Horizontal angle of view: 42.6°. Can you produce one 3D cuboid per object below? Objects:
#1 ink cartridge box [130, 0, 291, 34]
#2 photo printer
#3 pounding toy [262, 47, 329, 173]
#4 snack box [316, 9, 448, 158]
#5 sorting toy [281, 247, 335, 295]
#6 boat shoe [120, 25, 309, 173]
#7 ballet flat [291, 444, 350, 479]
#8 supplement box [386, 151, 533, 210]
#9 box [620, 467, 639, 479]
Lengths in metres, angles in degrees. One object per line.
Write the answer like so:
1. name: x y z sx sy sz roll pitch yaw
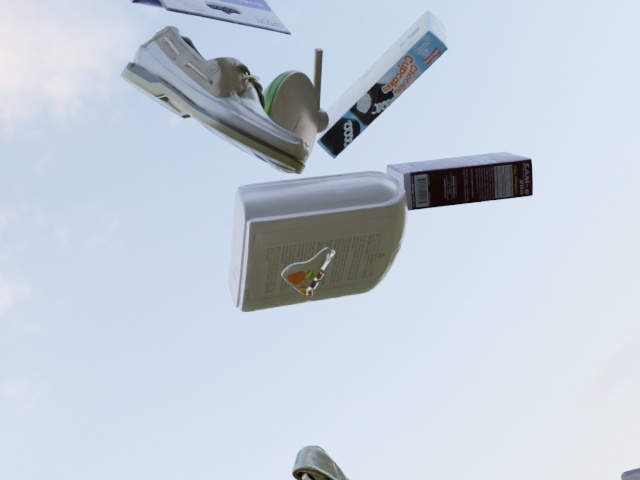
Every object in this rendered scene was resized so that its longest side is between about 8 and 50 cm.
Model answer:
1. ink cartridge box: -0.246 -0.484 1.529 0.303 0.307 0.072 -4 -35 -48
2. photo printer: 0.000 0.000 1.429 0.307 0.107 0.256 -8 -41 -16
3. pounding toy: -0.080 -0.231 1.493 0.237 0.110 0.183 -53 -36 -46
4. snack box: 0.127 -0.324 1.696 0.060 0.187 0.322 41 -65 -15
5. sorting toy: -0.009 0.039 1.187 0.075 0.045 0.083 -47 -12 4
6. boat shoe: -0.131 -0.195 1.095 0.103 0.302 0.113 -58 -18 -2
7. ballet flat: 0.029 0.316 0.975 0.057 0.168 0.052 -48 -1 32
8. supplement box: 0.253 -0.111 1.509 0.239 0.130 0.073 -7 -77 -9
9. box: 0.579 0.248 0.892 0.318 0.097 0.395 0 -25 -16
